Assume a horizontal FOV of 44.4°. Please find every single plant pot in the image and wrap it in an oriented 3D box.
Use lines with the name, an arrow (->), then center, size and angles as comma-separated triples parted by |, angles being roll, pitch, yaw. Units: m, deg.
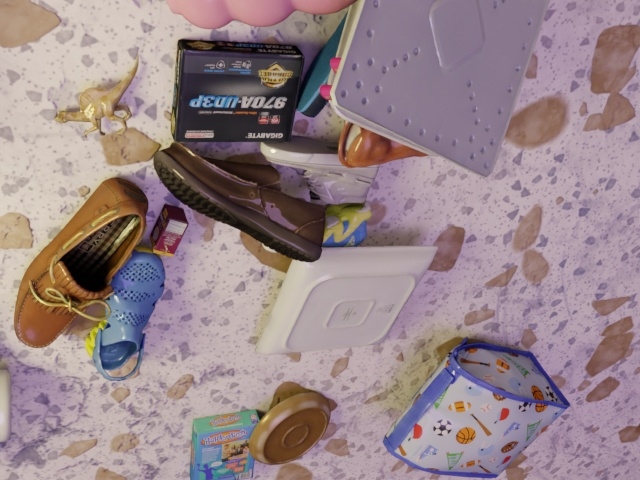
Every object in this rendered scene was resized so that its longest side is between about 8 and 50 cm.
plant pot -> -0.068, 0.482, 1.971 | 0.236, 0.032, 0.236 | -22, 134, -24

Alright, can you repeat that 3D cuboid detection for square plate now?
square plate -> 0.059, 0.144, 1.739 | 0.344, 0.049, 0.347 | -1, 137, -26

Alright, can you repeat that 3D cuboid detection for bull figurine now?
bull figurine -> 0.171, -0.225, 1.489 | 0.310, 0.101, 0.188 | -20, 133, -29

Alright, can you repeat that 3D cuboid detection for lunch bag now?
lunch bag -> 0.380, 0.432, 2.025 | 0.385, 0.239, 0.328 | 12, 122, -38

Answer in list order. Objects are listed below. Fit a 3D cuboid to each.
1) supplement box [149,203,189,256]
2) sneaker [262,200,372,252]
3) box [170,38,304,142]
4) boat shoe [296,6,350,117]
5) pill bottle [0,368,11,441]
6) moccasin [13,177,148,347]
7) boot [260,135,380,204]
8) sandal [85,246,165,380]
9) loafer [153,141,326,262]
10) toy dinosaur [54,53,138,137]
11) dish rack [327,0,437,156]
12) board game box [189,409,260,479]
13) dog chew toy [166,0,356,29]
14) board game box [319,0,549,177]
supplement box -> -0.293, -0.019, 1.516 | 0.043, 0.055, 0.083 | 15, 117, -31
sneaker -> 0.000, 0.000, 1.631 | 0.240, 0.091, 0.126 | -19, 131, -9
box -> -0.150, -0.262, 1.395 | 0.220, 0.051, 0.175 | -2, 126, -22
boat shoe -> 0.056, -0.320, 1.401 | 0.089, 0.109, 0.258 | 25, 114, -32
pill bottle -> -0.745, 0.331, 1.531 | 0.264, 0.146, 0.146 | -1, 125, -23
moccasin -> -0.442, 0.063, 1.455 | 0.380, 0.147, 0.139 | -44, 129, 13
boot -> -0.005, -0.127, 1.528 | 0.258, 0.095, 0.123 | 4, 118, -26
sandal -> -0.381, 0.157, 1.561 | 0.126, 0.138, 0.317 | 7, 120, -24
loafer -> -0.142, -0.090, 1.476 | 0.365, 0.133, 0.130 | 31, 74, -23
toy dinosaur -> -0.361, -0.228, 1.332 | 0.183, 0.053, 0.093 | -33, 129, 3
dish rack -> 0.176, -0.336, 1.351 | 0.285, 0.072, 0.333 | 18, 83, -27
board game box -> -0.240, 0.519, 1.949 | 0.160, 0.047, 0.210 | -4, 127, -20
dog chew toy -> -0.082, -0.428, 1.212 | 0.331, 0.207, 0.207 | -19, 131, 2
board game box -> 0.201, -0.339, 1.246 | 0.389, 0.050, 0.390 | 18, 91, -41
